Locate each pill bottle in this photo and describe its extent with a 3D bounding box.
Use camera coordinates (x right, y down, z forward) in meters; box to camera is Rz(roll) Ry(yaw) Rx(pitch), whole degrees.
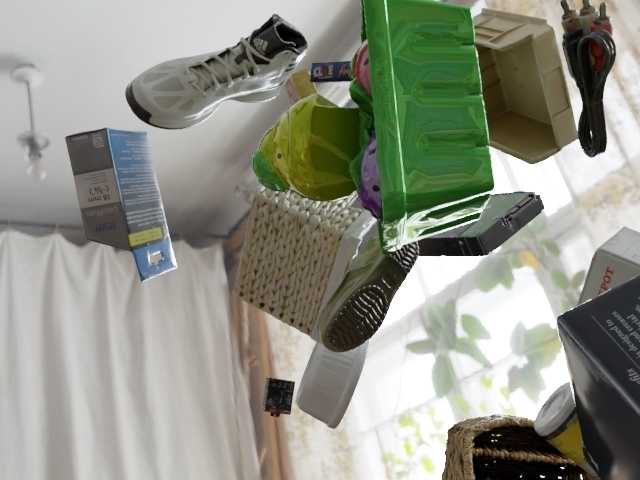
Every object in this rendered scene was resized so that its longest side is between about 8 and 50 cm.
[{"bbox_3d":[0.504,0.362,1.368,0.119,0.208,0.119,-52,-3,-4],"label":"pill bottle"}]

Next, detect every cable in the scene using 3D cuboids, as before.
[{"bbox_3d":[0.463,-0.263,1.253,0.072,0.139,0.287,-29,-61,-6],"label":"cable"}]

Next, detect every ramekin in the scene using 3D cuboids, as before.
[{"bbox_3d":[0.027,0.365,2.061,0.127,0.272,0.273,22,-33,-2],"label":"ramekin"}]

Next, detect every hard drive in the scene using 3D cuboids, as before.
[{"bbox_3d":[0.373,-0.040,1.939,0.237,0.064,0.339,-35,16,-27],"label":"hard drive"}]

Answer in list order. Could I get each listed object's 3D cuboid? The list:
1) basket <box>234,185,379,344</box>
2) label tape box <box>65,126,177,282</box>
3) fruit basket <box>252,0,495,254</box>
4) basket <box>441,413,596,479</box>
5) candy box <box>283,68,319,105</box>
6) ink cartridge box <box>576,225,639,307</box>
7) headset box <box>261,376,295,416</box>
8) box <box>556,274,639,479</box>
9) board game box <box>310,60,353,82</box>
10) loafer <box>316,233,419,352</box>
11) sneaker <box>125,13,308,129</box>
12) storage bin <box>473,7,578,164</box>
[{"bbox_3d":[0.000,0.000,1.772,0.328,0.267,0.331,-48,-23,-51],"label":"basket"},{"bbox_3d":[-0.441,-0.076,1.697,0.106,0.333,0.240,-10,4,9],"label":"label tape box"},{"bbox_3d":[0.060,-0.170,1.178,0.392,0.392,0.283,-15,-15,0],"label":"fruit basket"},{"bbox_3d":[0.424,0.476,1.556,0.299,0.213,0.223,9,-6,-7],"label":"basket"},{"bbox_3d":[-0.030,-0.339,1.971,0.053,0.186,0.109,-23,1,-16],"label":"candy box"},{"bbox_3d":[0.626,0.142,1.339,0.131,0.306,0.226,-28,-44,-41],"label":"ink cartridge box"},{"bbox_3d":[-0.095,0.351,1.688,0.062,0.083,0.032,12,-11,-20],"label":"headset box"},{"bbox_3d":[0.509,0.154,0.855,0.396,0.212,0.293,-27,-51,-2],"label":"box"},{"bbox_3d":[0.123,-0.348,1.617,0.243,0.042,0.165,-2,9,-40],"label":"board game box"},{"bbox_3d":[0.079,0.089,1.374,0.092,0.268,0.102,7,-40,53],"label":"loafer"},{"bbox_3d":[-0.214,-0.407,1.703,0.448,0.169,0.257,-25,-8,-39],"label":"sneaker"},{"bbox_3d":[0.386,-0.320,1.557,0.123,0.260,0.262,-30,-60,-9],"label":"storage bin"}]
